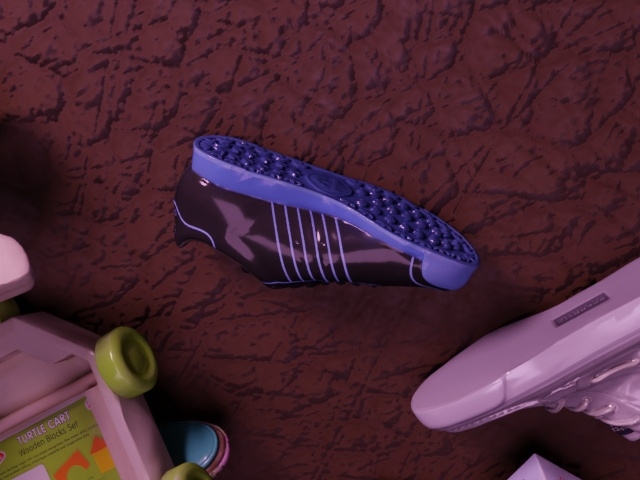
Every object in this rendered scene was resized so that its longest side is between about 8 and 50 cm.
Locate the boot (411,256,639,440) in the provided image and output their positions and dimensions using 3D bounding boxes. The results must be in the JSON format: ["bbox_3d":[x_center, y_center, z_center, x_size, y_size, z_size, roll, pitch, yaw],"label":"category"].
[{"bbox_3d":[0.209,0.115,0.640,0.258,0.095,0.123,-30,101,15],"label":"boot"}]

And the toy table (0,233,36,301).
[{"bbox_3d":[-0.337,0.007,0.542,0.274,0.252,0.160,-27,73,-7],"label":"toy table"}]

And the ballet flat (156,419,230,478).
[{"bbox_3d":[-0.169,0.216,0.735,0.222,0.076,0.079,-16,129,16],"label":"ballet flat"}]

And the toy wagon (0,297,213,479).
[{"bbox_3d":[-0.242,0.165,0.675,0.267,0.068,0.344,-28,83,18],"label":"toy wagon"}]

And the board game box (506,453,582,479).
[{"bbox_3d":[0.221,0.385,0.757,0.319,0.066,0.318,32,112,-16],"label":"board game box"}]

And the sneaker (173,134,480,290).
[{"bbox_3d":[0.000,0.000,0.623,0.232,0.081,0.090,22,116,2],"label":"sneaker"}]
